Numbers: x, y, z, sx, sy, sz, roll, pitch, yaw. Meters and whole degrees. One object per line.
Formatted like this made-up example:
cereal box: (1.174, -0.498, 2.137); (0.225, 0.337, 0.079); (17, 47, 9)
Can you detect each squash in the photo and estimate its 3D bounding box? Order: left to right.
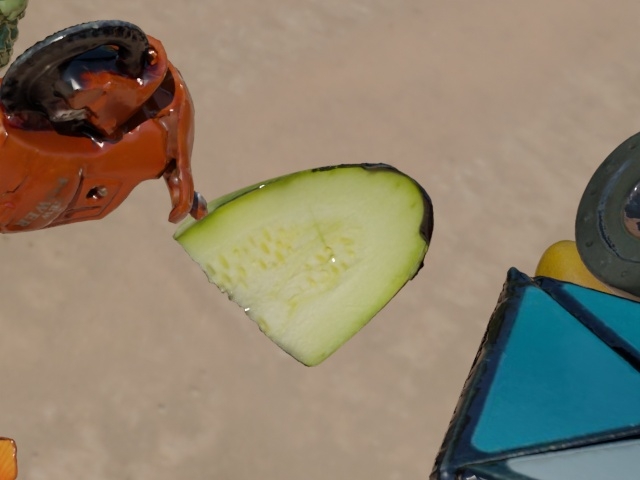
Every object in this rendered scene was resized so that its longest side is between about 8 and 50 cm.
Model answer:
squash: (0.000, 0.000, 1.697); (0.237, 0.155, 0.204); (47, 61, -23)

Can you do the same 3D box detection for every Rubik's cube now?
Rubik's cube: (0.169, 0.194, 0.787); (0.246, 0.250, 0.248); (16, 24, 9)

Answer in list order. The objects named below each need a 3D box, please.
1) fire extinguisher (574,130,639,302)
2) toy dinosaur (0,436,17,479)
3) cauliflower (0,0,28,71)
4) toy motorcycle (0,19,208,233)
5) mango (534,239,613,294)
fire extinguisher: (0.312, 0.085, 0.957); (0.376, 0.113, 0.200); (33, 41, -39)
toy dinosaur: (-0.199, 0.153, 0.843); (0.070, 0.117, 0.288); (-27, 95, -40)
cauliflower: (-0.340, -0.235, 1.161); (0.281, 0.260, 0.327); (55, 7, -2)
toy motorcycle: (-0.206, -0.033, 0.984); (0.221, 0.325, 0.148); (12, 47, -62)
mango: (0.302, 0.111, 1.517); (0.253, 0.138, 0.113); (62, 16, 4)
